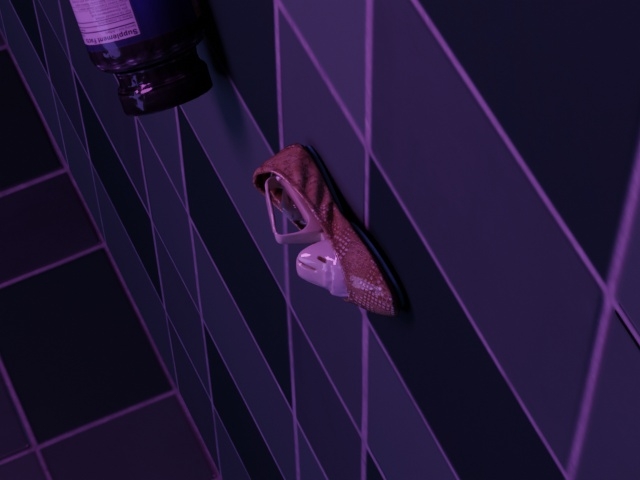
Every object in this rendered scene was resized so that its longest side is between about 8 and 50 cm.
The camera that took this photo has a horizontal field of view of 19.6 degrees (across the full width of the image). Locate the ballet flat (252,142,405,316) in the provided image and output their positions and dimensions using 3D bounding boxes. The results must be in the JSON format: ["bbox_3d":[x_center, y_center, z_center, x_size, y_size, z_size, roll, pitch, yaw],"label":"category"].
[{"bbox_3d":[0.000,0.000,1.595,0.073,0.067,0.206,82,161,-47],"label":"ballet flat"}]

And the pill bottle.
[{"bbox_3d":[-0.184,-0.240,1.822,0.123,0.123,0.219,-149,38,-69],"label":"pill bottle"}]
